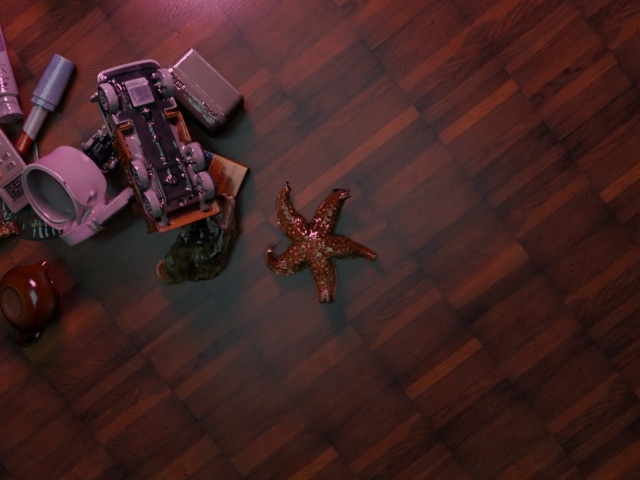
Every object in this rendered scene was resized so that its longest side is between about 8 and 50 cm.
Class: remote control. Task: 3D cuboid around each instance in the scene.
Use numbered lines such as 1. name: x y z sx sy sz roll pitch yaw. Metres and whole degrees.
1. remote control: -0.849 -0.229 1.719 0.109 0.055 0.313 -33 93 12

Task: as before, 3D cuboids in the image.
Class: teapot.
1. teapot: -0.755 0.169 1.723 0.178 0.135 0.252 27 115 31

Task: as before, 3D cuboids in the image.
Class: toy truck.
1. toy truck: -0.516 -0.289 1.692 0.098 0.114 0.227 41 93 -24
2. toy truck: -0.402 -0.212 1.555 0.173 0.207 0.387 -23 94 -28

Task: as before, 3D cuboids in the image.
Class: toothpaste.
1. toothpaste: -0.853 -0.455 1.702 0.114 0.073 0.299 -21 86 1

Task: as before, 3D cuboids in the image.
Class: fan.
1. fan: -0.770 -0.129 1.751 0.223 0.012 0.294 -36 94 3

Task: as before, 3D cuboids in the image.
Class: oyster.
1. oyster: -0.317 0.005 1.691 0.166 0.094 0.294 25 106 5

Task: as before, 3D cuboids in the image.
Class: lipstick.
1. lipstick: -0.727 -0.352 1.706 0.068 0.061 0.274 26 92 -26

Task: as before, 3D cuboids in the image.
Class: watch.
1. watch: -0.605 -0.131 1.643 0.244 0.196 0.231 -22 106 42

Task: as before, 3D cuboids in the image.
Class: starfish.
1. starfish: 0.003 -0.001 1.720 0.312 0.113 0.303 24 94 1

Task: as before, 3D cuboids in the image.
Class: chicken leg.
1. chicken leg: -0.907 -0.006 1.723 0.208 0.101 0.085 -18 97 -15

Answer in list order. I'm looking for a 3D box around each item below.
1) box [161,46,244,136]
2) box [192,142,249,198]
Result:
1. box: -0.304 -0.377 1.672 0.210 0.148 0.129 43 84 -5
2. box: -0.325 -0.170 1.723 0.237 0.070 0.152 23 94 -1
